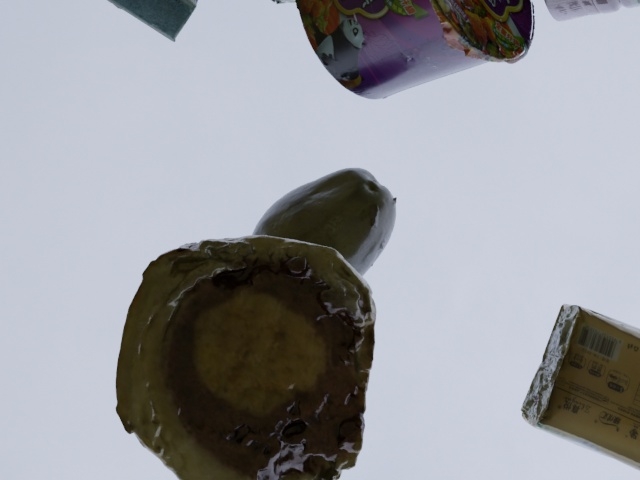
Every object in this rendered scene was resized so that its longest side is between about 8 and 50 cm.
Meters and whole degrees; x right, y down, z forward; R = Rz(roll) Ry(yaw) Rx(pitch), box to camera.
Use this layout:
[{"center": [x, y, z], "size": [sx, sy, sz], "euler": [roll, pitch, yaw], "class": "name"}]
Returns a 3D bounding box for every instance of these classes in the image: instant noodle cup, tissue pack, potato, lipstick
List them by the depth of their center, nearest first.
[{"center": [0.105, -0.289, 1.121], "size": [0.190, 0.251, 0.251], "euler": [-21, -124, 40], "class": "instant noodle cup"}, {"center": [0.000, 0.000, 1.245], "size": [0.235, 0.160, 0.178], "euler": [-39, -134, 25], "class": "potato"}, {"center": [0.408, 0.207, 1.306], "size": [0.222, 0.090, 0.186], "euler": [22, -96, -10], "class": "tissue pack"}, {"center": [-0.309, -0.395, 1.328], "size": [0.077, 0.289, 0.076], "euler": [-48, -155, 26], "class": "lipstick"}]

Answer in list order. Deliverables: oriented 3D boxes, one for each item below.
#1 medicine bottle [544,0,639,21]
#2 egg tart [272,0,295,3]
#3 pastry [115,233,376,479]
[{"center": [0.383, -0.339, 1.085], "size": [0.249, 0.133, 0.133], "euler": [-7, -117, 30], "class": "medicine bottle"}, {"center": [-0.015, -0.411, 1.473], "size": [0.197, 0.197, 0.078], "euler": [-1, -75, 20], "class": "egg tart"}, {"center": [-0.070, 0.117, 0.940], "size": [0.236, 0.170, 0.256], "euler": [7, -82, 1], "class": "pastry"}]
